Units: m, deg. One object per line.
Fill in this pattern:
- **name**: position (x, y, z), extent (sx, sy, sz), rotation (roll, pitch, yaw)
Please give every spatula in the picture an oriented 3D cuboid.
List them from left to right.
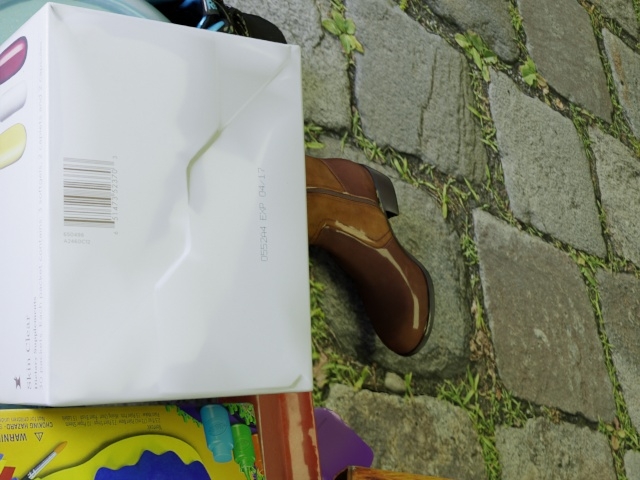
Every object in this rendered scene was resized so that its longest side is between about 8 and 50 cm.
- **spatula**: position (0.068, 0.309, 1.082), extent (0.296, 0.030, 0.084), rotation (56, 42, -10)

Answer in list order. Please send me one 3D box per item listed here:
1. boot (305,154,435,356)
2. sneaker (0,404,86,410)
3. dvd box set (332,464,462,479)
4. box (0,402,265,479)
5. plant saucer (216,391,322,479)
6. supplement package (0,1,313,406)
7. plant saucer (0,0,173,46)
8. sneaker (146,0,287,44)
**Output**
- **boot**: position (0.000, 0.000, 1.130), extent (0.280, 0.096, 0.264), rotation (13, 60, -44)
- **sneaker**: position (-0.236, 0.120, 0.792), extent (0.152, 0.085, 0.058), rotation (34, 47, -33)
- **dvd box set**: position (0.211, 0.396, 0.944), extent (0.421, 0.062, 0.307), rotation (11, 61, -12)
- **box**: position (-0.185, 0.271, 0.692), extent (0.290, 0.177, 0.279), rotation (7, 65, -47)
- **plant saucer**: position (-0.048, 0.174, 0.928), extent (0.259, 0.048, 0.258), rotation (64, 17, -66)
- **supplement package**: position (-0.131, -0.014, 0.729), extent (0.204, 0.145, 0.261), rotation (3, 81, -35)
- **plant saucer**: position (-0.203, -0.080, 0.805), extent (0.318, 0.044, 0.317), rotation (5, 81, -34)
- **sneaker**: position (-0.127, -0.209, 1.065), extent (0.341, 0.140, 0.125), rotation (-19, 82, -54)
